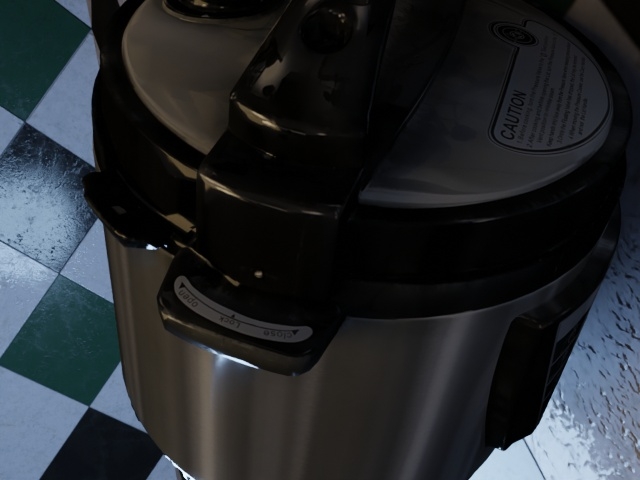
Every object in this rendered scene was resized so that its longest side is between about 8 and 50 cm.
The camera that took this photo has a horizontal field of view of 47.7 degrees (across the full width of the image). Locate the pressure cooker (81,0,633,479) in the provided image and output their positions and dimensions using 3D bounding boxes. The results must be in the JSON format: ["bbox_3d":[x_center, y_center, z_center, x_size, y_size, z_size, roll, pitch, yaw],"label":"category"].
[{"bbox_3d":[0.016,-0.029,0.547,0.420,0.375,0.370,98,151,-42],"label":"pressure cooker"}]
